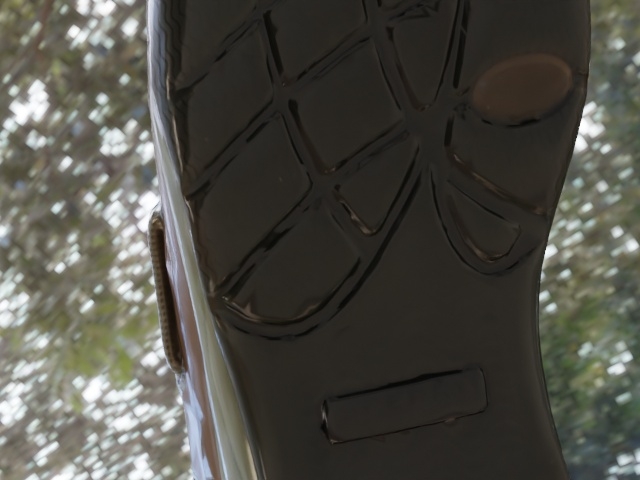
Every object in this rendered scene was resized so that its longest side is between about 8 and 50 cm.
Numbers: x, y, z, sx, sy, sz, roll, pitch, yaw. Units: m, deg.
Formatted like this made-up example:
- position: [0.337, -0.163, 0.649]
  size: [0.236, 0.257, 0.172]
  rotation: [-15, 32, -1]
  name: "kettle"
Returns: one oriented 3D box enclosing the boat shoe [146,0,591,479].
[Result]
- position: [0.000, 0.000, 0.548]
  size: [0.122, 0.120, 0.324]
  rotation: [-5, -81, -20]
  name: "boat shoe"
